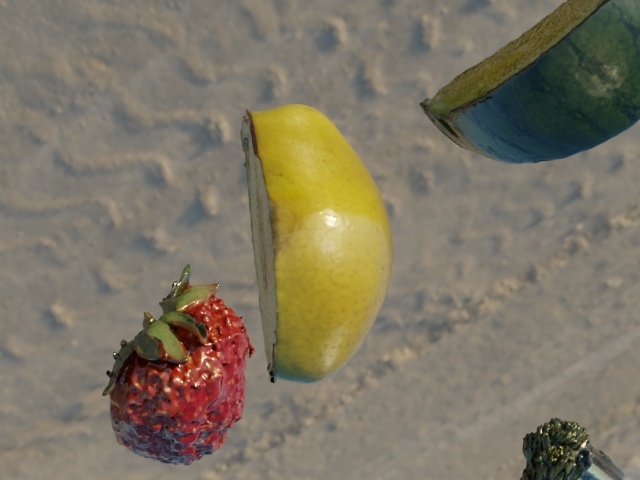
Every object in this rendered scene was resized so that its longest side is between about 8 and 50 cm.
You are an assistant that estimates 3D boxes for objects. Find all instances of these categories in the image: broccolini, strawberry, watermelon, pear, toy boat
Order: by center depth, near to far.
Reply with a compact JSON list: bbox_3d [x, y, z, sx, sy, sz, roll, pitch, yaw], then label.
[{"bbox_3d":[0.151,-0.096,0.835,0.181,0.075,0.092,-37,-165,15],"label":"watermelon"},{"bbox_3d":[0.182,0.252,1.272,0.091,0.068,0.203,169,-55,-85],"label":"broccolini"},{"bbox_3d":[-0.131,0.159,1.388,0.174,0.098,0.228,-45,149,-48],"label":"strawberry"},{"bbox_3d":[0.265,0.238,1.523,0.140,0.059,0.066,39,88,-36],"label":"toy boat"},{"bbox_3d":[0.000,0.000,2.020,0.191,0.387,0.340,-4,-177,-7],"label":"pear"}]
